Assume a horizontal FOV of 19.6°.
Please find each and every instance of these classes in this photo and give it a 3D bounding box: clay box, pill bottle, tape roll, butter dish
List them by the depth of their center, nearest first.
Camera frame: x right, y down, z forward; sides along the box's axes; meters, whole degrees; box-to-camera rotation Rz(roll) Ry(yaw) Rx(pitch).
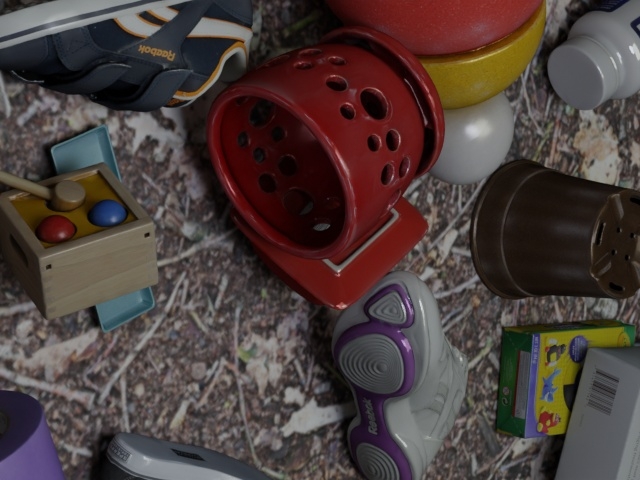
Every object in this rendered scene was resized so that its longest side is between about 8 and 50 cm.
[{"bbox_3d":[-0.317,0.207,1.583,0.189,0.189,0.080,-29,114,-36],"label":"tape roll"},{"bbox_3d":[0.000,0.000,1.895,0.160,0.118,0.160,42,58,11],"label":"butter dish"},{"bbox_3d":[0.356,-0.230,2.179,0.186,0.112,0.112,-34,117,-33],"label":"pill bottle"},{"bbox_3d":[0.308,0.164,2.232,0.222,0.053,0.127,-2,99,-41],"label":"clay box"}]

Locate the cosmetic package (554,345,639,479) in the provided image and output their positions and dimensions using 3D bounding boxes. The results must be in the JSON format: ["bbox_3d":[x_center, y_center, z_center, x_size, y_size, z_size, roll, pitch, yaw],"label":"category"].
[{"bbox_3d":[0.406,0.316,2.272,0.284,0.097,0.377,-1,108,-44],"label":"cosmetic package"}]

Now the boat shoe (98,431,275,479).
[{"bbox_3d":[-0.128,0.252,1.841,0.228,0.080,0.076,20,100,-45],"label":"boat shoe"}]

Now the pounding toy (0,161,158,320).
[{"bbox_3d":[-0.236,-0.017,1.664,0.130,0.141,0.100,-19,131,-23],"label":"pounding toy"}]

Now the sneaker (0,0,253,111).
[{"bbox_3d":[-0.181,-0.174,1.693,0.321,0.126,0.128,-18,102,-41],"label":"sneaker"}]

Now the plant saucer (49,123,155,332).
[{"bbox_3d":[-0.209,-0.011,1.764,0.067,0.018,0.192,-28,113,-36],"label":"plant saucer"}]

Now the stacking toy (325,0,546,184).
[{"bbox_3d":[0.118,-0.257,1.895,0.350,0.350,0.480,-40,140,-31],"label":"stacking toy"}]

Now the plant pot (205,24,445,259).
[{"bbox_3d":[0.015,-0.102,1.778,0.174,0.191,0.191,-36,118,-33],"label":"plant pot"}]

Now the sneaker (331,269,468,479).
[{"bbox_3d":[0.092,0.128,1.970,0.152,0.114,0.305,-46,150,-36],"label":"sneaker"}]

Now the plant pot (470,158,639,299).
[{"bbox_3d":[0.286,-0.005,2.113,0.167,0.165,0.167,-6,100,-41],"label":"plant pot"}]
